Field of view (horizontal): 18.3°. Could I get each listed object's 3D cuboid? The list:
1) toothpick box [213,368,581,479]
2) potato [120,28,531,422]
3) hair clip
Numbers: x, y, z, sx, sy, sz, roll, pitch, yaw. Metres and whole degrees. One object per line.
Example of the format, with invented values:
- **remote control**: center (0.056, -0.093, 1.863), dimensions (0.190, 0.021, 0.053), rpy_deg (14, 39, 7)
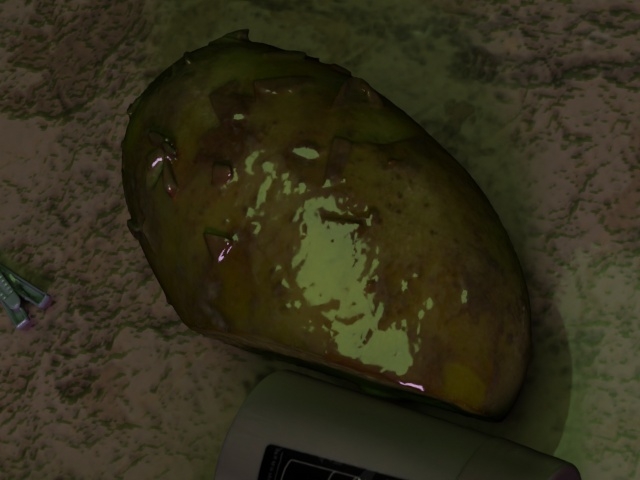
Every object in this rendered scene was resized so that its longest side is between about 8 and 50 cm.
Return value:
- **toothpick box**: center (0.044, 0.147, 1.096), dimensions (0.181, 0.111, 0.111), rpy_deg (17, 78, 25)
- **potato**: center (0.000, 0.000, 1.146), dimensions (0.298, 0.141, 0.176), rpy_deg (42, 98, 27)
- **hair clip**: center (-0.221, 0.011, 1.277), dimensions (0.115, 0.039, 0.030), rpy_deg (40, 93, 24)
